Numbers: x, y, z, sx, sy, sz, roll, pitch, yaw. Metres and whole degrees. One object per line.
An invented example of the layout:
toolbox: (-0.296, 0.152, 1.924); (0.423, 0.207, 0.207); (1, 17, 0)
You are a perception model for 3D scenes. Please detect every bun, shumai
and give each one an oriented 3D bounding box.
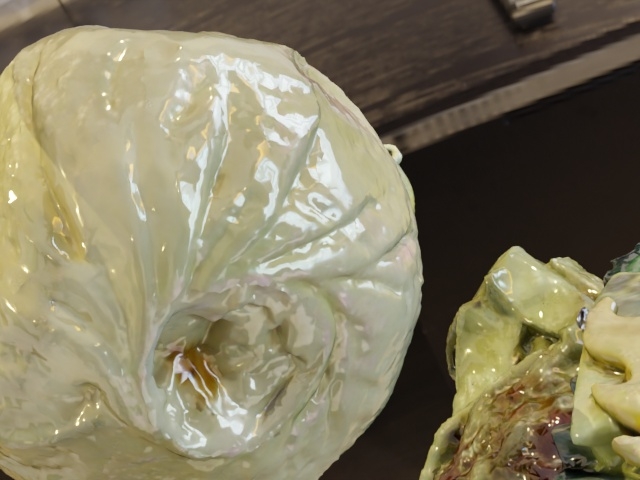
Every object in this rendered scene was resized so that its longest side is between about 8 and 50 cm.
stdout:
bun: (-0.068, 0.032, 0.465); (0.243, 0.244, 0.153); (-23, 34, 4)
shumai: (0.260, 0.181, 1.153); (0.394, 0.395, 0.348); (-19, 63, 9)

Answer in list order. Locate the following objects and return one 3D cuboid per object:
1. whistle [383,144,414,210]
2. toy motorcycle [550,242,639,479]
whistle: (0.000, 0.000, 0.895); (0.122, 0.123, 0.223); (20, 60, 40)
toy motorcycle: (0.230, 0.103, 0.535); (0.236, 0.169, 0.410); (-9, 28, 34)
